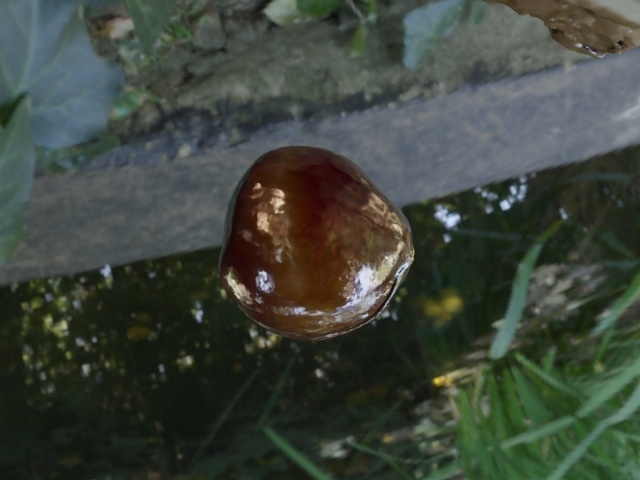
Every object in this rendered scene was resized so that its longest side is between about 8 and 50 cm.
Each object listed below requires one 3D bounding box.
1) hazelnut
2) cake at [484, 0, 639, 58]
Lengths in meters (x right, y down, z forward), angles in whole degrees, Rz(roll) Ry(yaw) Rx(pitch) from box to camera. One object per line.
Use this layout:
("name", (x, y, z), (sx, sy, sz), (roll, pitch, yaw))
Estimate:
("hazelnut", (0.000, 0.000, 0.971), (0.178, 0.178, 0.204), (-27, 169, 14))
("cake", (0.129, -0.266, 0.476), (0.255, 0.282, 0.290), (23, 170, -13))
